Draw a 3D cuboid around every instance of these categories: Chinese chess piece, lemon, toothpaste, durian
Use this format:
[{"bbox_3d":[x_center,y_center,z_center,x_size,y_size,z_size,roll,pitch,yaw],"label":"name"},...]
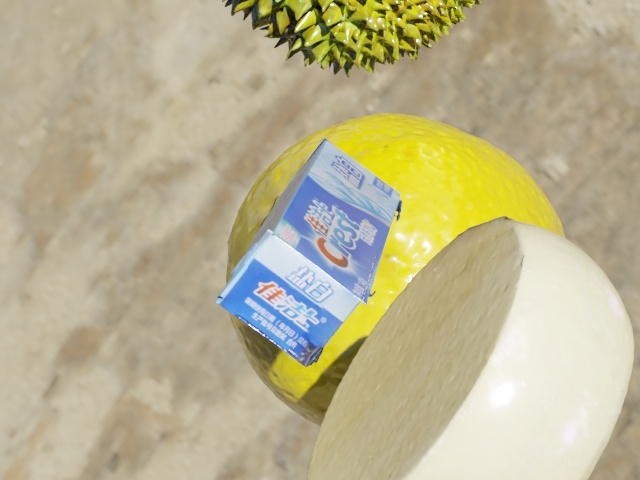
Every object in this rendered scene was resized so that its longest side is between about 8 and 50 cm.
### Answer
[{"bbox_3d":[0.093,0.107,1.194,0.251,0.097,0.251,-50,17,21],"label":"Chinese chess piece"},{"bbox_3d":[0.072,0.037,1.727,0.336,0.336,0.336,-27,42,28],"label":"lemon"},{"bbox_3d":[0.000,0.000,1.061,0.053,0.066,0.272,-51,4,15],"label":"toothpaste"},{"bbox_3d":[0.027,-0.272,1.607,0.224,0.291,0.291,-43,36,22],"label":"durian"}]
